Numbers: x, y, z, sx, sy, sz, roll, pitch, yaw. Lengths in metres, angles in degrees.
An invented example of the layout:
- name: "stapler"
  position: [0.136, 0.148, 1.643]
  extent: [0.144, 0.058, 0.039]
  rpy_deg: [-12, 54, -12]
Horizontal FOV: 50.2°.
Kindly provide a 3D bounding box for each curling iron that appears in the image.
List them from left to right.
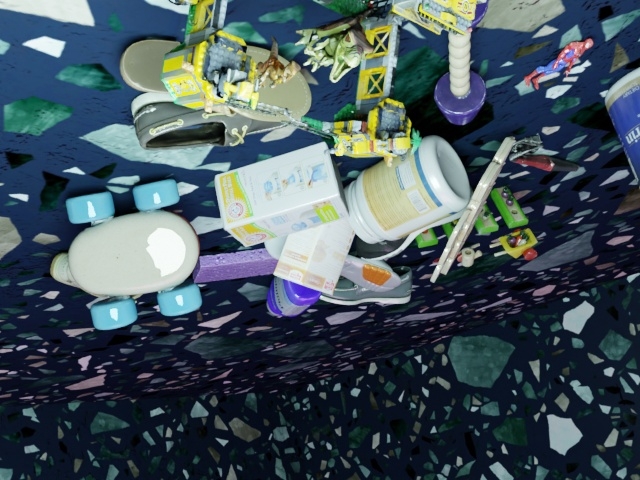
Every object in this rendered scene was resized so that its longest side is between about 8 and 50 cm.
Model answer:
- name: "curling iron"
  position: [0.466, -0.164, 1.392]
  extent: [0.068, 0.035, 0.274]
  rpy_deg: [-28, 156, 37]

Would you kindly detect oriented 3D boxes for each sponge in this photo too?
- name: "sponge"
  position: [-0.185, 0.056, 1.583]
  extent: [0.209, 0.031, 0.117]
  rpy_deg: [-6, 160, -19]

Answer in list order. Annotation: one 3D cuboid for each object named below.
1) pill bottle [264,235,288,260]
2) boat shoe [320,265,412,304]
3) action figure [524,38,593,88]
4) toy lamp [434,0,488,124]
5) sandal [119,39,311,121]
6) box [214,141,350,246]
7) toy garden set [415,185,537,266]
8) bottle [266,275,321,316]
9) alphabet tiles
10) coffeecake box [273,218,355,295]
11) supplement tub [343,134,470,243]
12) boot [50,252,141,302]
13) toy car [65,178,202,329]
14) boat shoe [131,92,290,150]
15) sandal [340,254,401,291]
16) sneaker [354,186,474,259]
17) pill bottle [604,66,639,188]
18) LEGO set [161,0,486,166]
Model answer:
- name: "pill bottle"
  position: [-0.033, 0.008, 1.440]
  extent: [0.103, 0.103, 0.184]
  rpy_deg: [-21, 160, 21]
- name: "boat shoe"
  position: [0.116, 0.113, 1.894]
  extent: [0.319, 0.116, 0.099]
  rpy_deg: [3, 112, -24]
- name: "action figure"
  position: [0.367, -0.271, 1.044]
  extent: [0.038, 0.030, 0.115]
  rpy_deg: [7, 151, -33]
- name: "toy lamp"
  position: [0.190, -0.240, 0.935]
  extent: [0.080, 0.080, 0.275]
  rpy_deg: [-16, 160, 9]
- name: "sandal"
  position: [-0.134, -0.204, 0.863]
  extent: [0.239, 0.088, 0.079]
  rpy_deg: [5, -174, -26]
- name: "box"
  position: [-0.065, -0.076, 1.182]
  extent: [0.203, 0.103, 0.114]
  rpy_deg: [-16, 160, 7]
- name: "toy garden set"
  position: [0.325, -0.029, 1.449]
  extent: [0.244, 0.204, 0.049]
  rpy_deg: [-12, 138, -4]
- name: "bottle"
  position: [-0.076, 0.131, 1.730]
  extent: [0.092, 0.118, 0.283]
  rpy_deg: [-7, 165, -19]
- name: "alphabet tiles"
  position: [0.286, -0.057, 1.268]
  extent: [0.021, 0.278, 0.284]
  rpy_deg: [28, 146, 13]
- name: "coffeecake box"
  position: [0.000, 0.000, 1.312]
  extent: [0.068, 0.186, 0.142]
  rpy_deg: [18, 176, 28]
- name: "supplement tub"
  position: [0.153, -0.087, 1.235]
  extent: [0.199, 0.145, 0.144]
  rpy_deg: [-26, 157, 32]
- name: "boot"
  position: [-0.401, 0.084, 1.354]
  extent: [0.165, 0.077, 0.213]
  rpy_deg: [11, 171, 31]
- name: "toy car"
  position: [-0.316, 0.010, 1.199]
  extent: [0.210, 0.219, 0.238]
  rpy_deg: [-12, -170, -7]
- name: "boat shoe"
  position: [-0.142, -0.161, 0.946]
  extent: [0.227, 0.069, 0.081]
  rpy_deg: [-6, 160, -20]
- name: "sandal"
  position: [0.095, 0.051, 1.707]
  extent: [0.265, 0.076, 0.102]
  rpy_deg: [24, 143, -27]
- name: "sneaker"
  position: [0.166, -0.061, 1.417]
  extent: [0.283, 0.107, 0.124]
  rpy_deg: [-33, 145, 27]
- name: "pill bottle"
  position: [0.597, -0.158, 1.148]
  extent: [0.153, 0.265, 0.153]
  rpy_deg: [-12, 161, -4]
- name: "LEGO set"
  position: [0.028, -0.206, 0.647]
  extent: [0.331, 0.255, 0.192]
  rpy_deg: [20, 171, -40]
